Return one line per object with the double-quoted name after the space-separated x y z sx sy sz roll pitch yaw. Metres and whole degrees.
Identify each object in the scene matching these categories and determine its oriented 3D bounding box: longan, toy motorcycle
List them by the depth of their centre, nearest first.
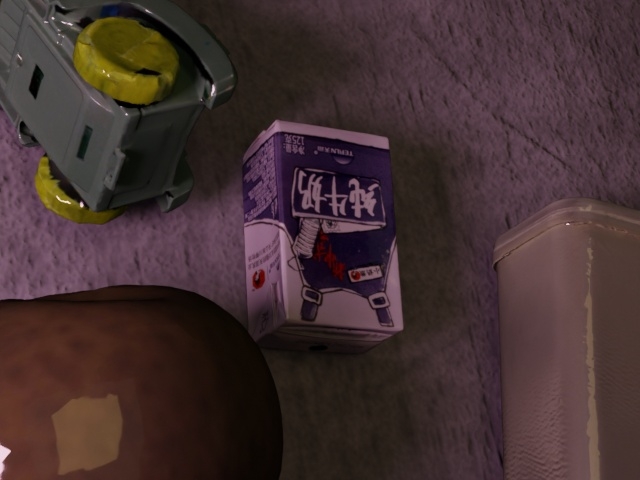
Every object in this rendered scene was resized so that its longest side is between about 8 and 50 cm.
-0.182 0.172 0.988 0.350 0.288 0.288 -15 76 -40 "longan"
-0.222 -0.191 1.195 0.200 0.191 0.326 -16 59 -39 "toy motorcycle"

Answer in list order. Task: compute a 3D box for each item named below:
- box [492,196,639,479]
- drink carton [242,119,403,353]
0.369 0.167 1.325 0.352 0.177 0.344 13 67 -22 "box"
-0.001 0.001 1.255 0.134 0.102 0.222 7 67 -26 "drink carton"
